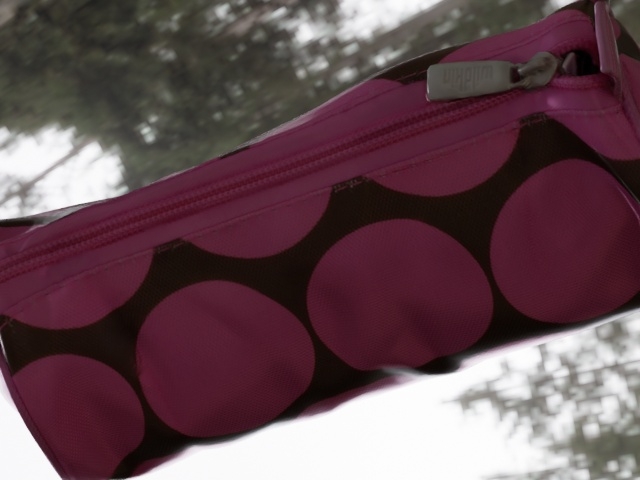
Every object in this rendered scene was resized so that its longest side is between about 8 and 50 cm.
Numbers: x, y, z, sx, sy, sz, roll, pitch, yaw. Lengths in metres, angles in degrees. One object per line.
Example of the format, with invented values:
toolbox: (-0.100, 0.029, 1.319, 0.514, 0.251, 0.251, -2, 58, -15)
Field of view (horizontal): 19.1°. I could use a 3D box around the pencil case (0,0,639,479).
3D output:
pencil case: (0.000, 0.000, 0.536, 0.098, 0.209, 0.095, 41, -151, -65)
